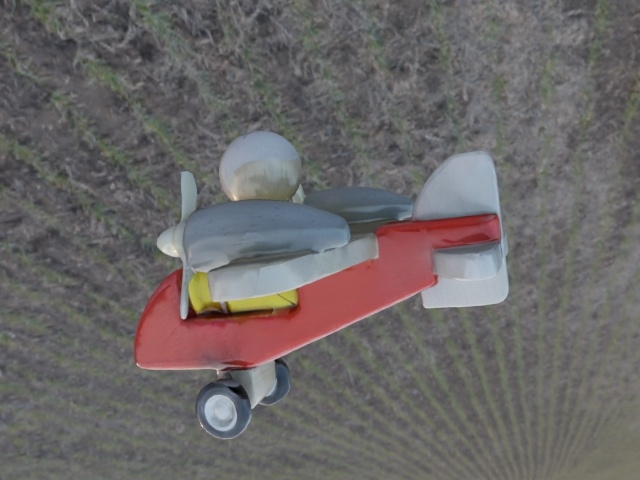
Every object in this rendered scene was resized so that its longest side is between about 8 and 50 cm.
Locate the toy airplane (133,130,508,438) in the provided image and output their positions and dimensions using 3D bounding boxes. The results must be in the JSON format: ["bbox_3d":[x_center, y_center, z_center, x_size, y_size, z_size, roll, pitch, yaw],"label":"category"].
[{"bbox_3d":[0.000,0.000,0.796,0.384,0.272,0.386,-26,176,-27],"label":"toy airplane"}]
